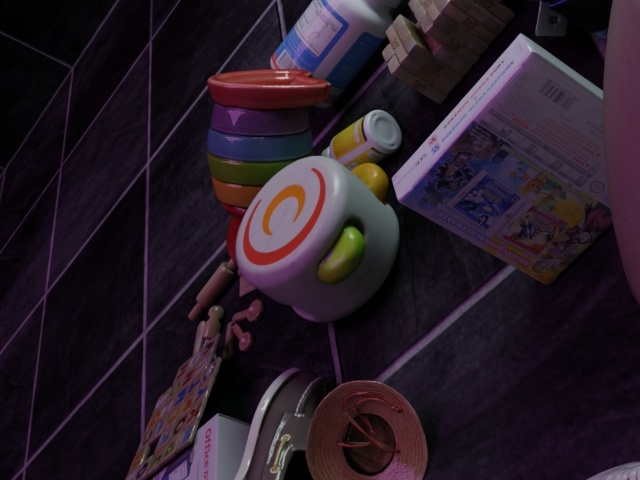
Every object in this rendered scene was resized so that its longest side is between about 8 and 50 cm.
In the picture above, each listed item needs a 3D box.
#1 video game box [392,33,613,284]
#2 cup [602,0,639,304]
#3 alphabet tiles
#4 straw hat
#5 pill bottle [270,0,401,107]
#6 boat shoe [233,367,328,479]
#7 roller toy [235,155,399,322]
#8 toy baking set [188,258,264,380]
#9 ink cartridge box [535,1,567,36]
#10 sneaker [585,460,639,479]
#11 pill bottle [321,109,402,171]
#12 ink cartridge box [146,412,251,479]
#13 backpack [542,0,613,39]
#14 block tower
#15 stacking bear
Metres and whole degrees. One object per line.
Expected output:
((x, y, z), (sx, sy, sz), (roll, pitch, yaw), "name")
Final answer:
((0.204, -0.068, 0.918), (0.187, 0.205, 0.048), (-50, 29, 24), "video game box")
((0.325, -0.046, 0.643), (0.331, 0.331, 0.237), (-106, 22, -50), "cup")
((-0.210, 0.246, 1.427), (0.198, 0.009, 0.237), (-42, 20, 36), "alphabet tiles")
((0.057, 0.223, 1.075), (0.144, 0.144, 0.061), (-61, -11, 6), "straw hat")
((0.032, -0.321, 1.471), (0.221, 0.124, 0.124), (-48, 33, 25), "pill bottle")
((-0.039, 0.270, 1.111), (0.097, 0.116, 0.324), (-2, 32, 22), "boat shoe")
((0.000, 0.000, 1.256), (0.191, 0.146, 0.209), (-27, 43, 33), "roller toy")
((-0.167, 0.135, 1.541), (0.256, 0.030, 0.196), (-48, 33, 27), "toy baking set")
((0.241, -0.321, 1.078), (0.062, 0.104, 0.181), (12, 106, 31), "ink cartridge box")
((0.263, 0.197, 0.733), (0.235, 0.095, 0.090), (-27, 48, 50), "sneaker")
((0.053, -0.130, 1.350), (0.116, 0.065, 0.065), (-29, 45, 46), "pill bottle")
((-0.161, 0.355, 1.301), (0.212, 0.093, 0.154), (-41, 36, 33), "ink cartridge box")
((0.324, -0.312, 0.997), (0.158, 0.117, 0.173), (-5, 65, 58), "backpack")
((0.214, -0.338, 1.220), (0.335, 0.097, 0.091), (-49, 34, 25), "block tower")
((-0.081, -0.091, 1.397), (0.175, 0.164, 0.289), (-131, 39, -67), "stacking bear")
